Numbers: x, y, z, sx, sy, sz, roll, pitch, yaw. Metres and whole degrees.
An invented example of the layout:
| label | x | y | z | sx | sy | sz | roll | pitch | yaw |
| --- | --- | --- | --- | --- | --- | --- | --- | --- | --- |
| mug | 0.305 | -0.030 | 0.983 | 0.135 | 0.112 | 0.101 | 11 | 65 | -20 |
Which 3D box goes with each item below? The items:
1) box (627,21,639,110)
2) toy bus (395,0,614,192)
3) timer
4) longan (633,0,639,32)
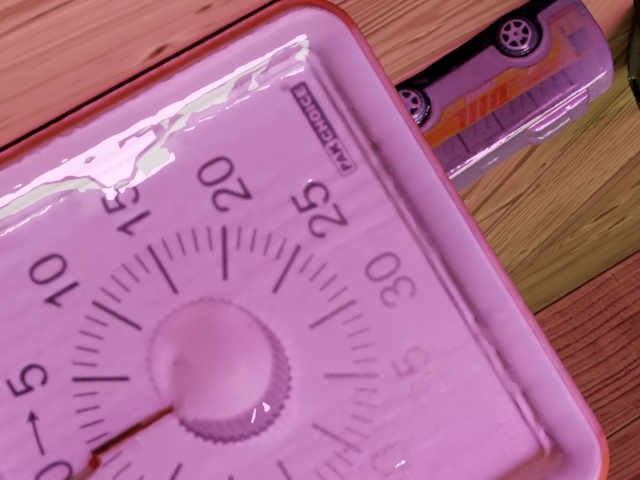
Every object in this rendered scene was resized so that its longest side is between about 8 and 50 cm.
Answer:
| label | x | y | z | sx | sy | sz | roll | pitch | yaw |
| --- | --- | --- | --- | --- | --- | --- | --- | --- | --- |
| box | 0.333 | -0.096 | 1.422 | 0.166 | 0.220 | 0.290 | -21 | 172 | 3 |
| toy bus | 0.095 | -0.078 | 1.149 | 0.172 | 0.072 | 0.057 | -34 | 167 | 0 |
| timer | -0.054 | 0.068 | 0.845 | 0.250 | 0.257 | 0.161 | -30 | 178 | -31 |
| longan | 0.279 | -0.134 | 0.926 | 0.258 | 0.258 | 0.258 | -32 | 171 | -6 |
